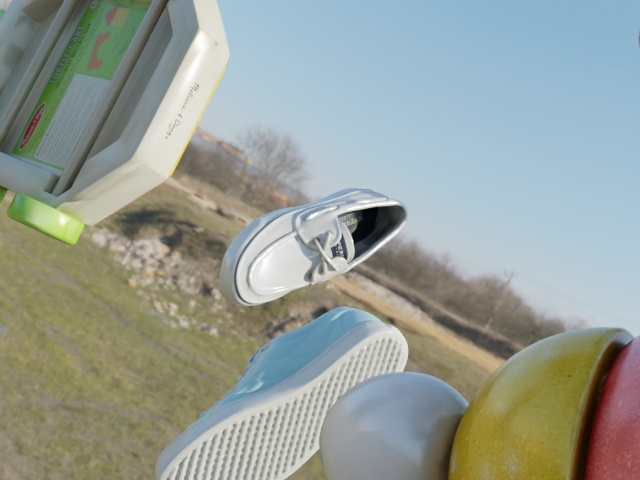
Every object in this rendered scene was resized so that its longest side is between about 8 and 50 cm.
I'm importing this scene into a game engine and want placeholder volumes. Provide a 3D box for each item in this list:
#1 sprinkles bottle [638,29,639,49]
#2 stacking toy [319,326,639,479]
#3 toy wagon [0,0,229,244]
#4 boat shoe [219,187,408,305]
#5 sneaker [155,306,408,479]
[{"bbox_3d":[0.523,-0.167,0.988,0.121,0.121,0.356,28,35,-39],"label":"sprinkles bottle"},{"bbox_3d":[0.204,0.154,0.505,0.479,0.351,0.350,5,-13,33],"label":"stacking toy"},{"bbox_3d":[-0.227,-0.150,0.692,0.344,0.267,0.068,20,-10,38],"label":"toy wagon"},{"bbox_3d":[0.000,0.000,0.914,0.084,0.258,0.095,8,-59,44],"label":"boat shoe"},{"bbox_3d":[-0.063,0.212,1.070,0.150,0.365,0.135,32,-35,56],"label":"sneaker"}]
